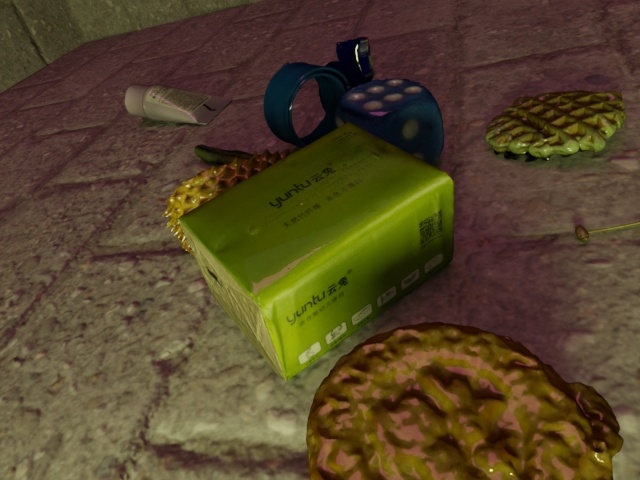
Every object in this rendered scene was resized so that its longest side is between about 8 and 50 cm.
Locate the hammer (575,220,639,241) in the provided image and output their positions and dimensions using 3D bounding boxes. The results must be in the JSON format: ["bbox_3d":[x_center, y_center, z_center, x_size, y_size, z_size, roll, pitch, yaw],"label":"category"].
[{"bbox_3d":[0.386,-0.018,0.673,0.123,0.014,0.029,-10,43,6],"label":"hammer"}]

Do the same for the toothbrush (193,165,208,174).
[{"bbox_3d":[-0.173,-0.104,1.030,0.029,0.025,0.307,-27,35,-28],"label":"toothbrush"}]

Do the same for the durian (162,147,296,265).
[{"bbox_3d":[-0.106,-0.036,0.830,0.260,0.154,0.186,-37,69,-2],"label":"durian"}]

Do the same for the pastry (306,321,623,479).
[{"bbox_3d":[0.110,0.179,0.434,0.235,0.132,0.240,1,44,11],"label":"pastry"}]

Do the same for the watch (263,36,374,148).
[{"bbox_3d":[-0.004,-0.277,1.055,0.200,0.196,0.171,-25,25,-24],"label":"watch"}]

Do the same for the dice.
[{"bbox_3d":[0.116,-0.185,0.913,0.143,0.146,0.146,-28,40,-18],"label":"dice"}]

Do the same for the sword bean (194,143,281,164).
[{"bbox_3d":[-0.168,-0.173,1.115,0.269,0.038,0.043,13,69,36],"label":"sword bean"}]

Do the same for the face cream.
[{"bbox_3d":[-0.396,-0.372,1.461,0.273,0.096,0.154,11,40,17],"label":"face cream"}]

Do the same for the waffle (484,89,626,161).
[{"bbox_3d":[0.386,-0.196,0.883,0.214,0.054,0.208,5,43,39],"label":"waffle"}]

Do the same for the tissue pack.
[{"bbox_3d":[0.000,0.000,0.671,0.274,0.167,0.200,-32,44,-21],"label":"tissue pack"}]
